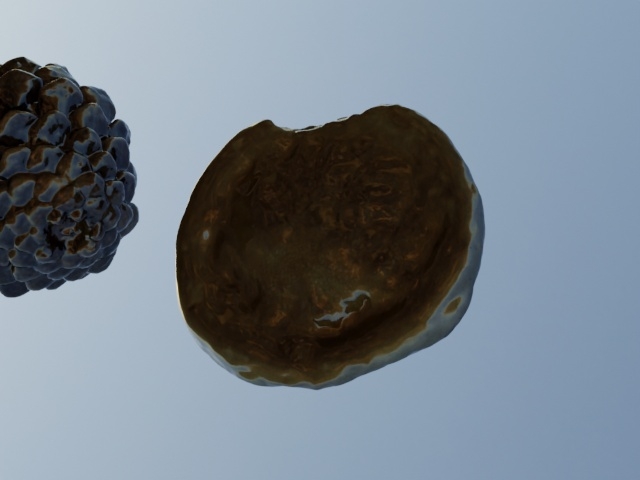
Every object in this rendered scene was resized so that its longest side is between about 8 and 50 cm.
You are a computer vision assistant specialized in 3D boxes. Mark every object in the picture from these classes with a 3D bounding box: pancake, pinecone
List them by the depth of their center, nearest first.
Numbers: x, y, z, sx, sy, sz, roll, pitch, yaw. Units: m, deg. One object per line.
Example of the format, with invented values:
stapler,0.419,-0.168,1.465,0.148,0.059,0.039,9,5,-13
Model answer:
pancake,0.000,0.000,0.951,0.236,0.042,0.222,13,-103,24
pinecone,-0.236,-0.061,1.058,0.205,0.179,0.184,61,-40,35
